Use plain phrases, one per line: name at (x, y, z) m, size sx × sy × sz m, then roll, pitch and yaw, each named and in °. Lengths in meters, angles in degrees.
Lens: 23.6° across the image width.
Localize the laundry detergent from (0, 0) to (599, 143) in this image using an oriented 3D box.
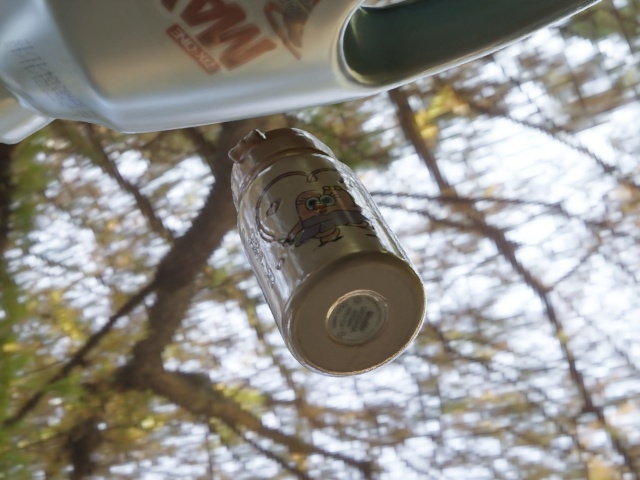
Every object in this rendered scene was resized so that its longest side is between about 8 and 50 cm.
laundry detergent at (-0.012, -0.147, 0.623) m, size 0.264 × 0.398 × 0.124 m, roll 49°, pitch -168°, yaw -41°

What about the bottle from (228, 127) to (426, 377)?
bottle at (0.000, 0.000, 1.050) m, size 0.110 × 0.097 × 0.209 m, roll 42°, pitch -168°, yaw -33°
